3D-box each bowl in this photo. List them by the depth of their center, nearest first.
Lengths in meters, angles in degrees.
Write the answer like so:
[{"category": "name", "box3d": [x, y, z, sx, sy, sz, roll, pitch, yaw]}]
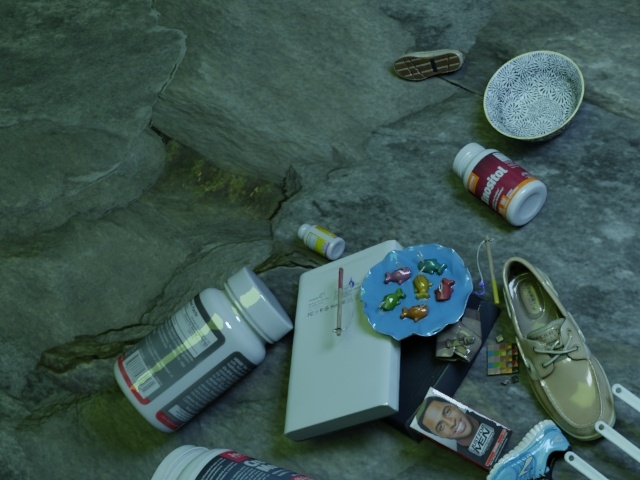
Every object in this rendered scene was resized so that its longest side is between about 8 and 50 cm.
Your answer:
[{"category": "bowl", "box3d": [0.367, -0.227, 1.924, 0.170, 0.080, 0.170, -11, 60, 20]}]

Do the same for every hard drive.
[{"category": "hard drive", "box3d": [0.156, 0.177, 1.837, 0.172, 0.054, 0.254, 27, 79, 33]}, {"category": "hard drive", "box3d": [0.040, 0.160, 1.852, 0.203, 0.040, 0.307, -22, 46, 32]}]

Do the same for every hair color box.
[{"category": "hair color box", "box3d": [0.212, 0.288, 1.730, 0.141, 0.043, 0.072, 27, 78, 10]}]

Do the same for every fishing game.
[{"category": "fishing game", "box3d": [0.145, 0.074, 1.786, 0.264, 0.041, 0.189, -9, 49, 16]}]

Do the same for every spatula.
[{"category": "spatula", "box3d": [0.469, 0.324, 1.587, 0.242, 0.019, 0.168, 36, 93, 28]}]

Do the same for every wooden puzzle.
[{"category": "wooden puzzle", "box3d": [0.288, 0.188, 1.797, 0.049, 0.006, 0.083, -7, 63, 23]}]

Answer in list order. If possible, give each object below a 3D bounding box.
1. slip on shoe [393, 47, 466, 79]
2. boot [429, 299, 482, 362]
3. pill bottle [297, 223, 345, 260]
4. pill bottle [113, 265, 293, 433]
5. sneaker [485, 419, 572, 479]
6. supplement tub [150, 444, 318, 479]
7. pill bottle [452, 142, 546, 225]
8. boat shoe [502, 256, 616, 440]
[{"category": "slip on shoe", "box3d": [0.201, -0.326, 2.080, 0.135, 0.051, 0.041, -7, 23, 31]}, {"category": "boot", "box3d": [0.195, 0.143, 1.777, 0.119, 0.042, 0.086, 9, 70, 28]}, {"category": "pill bottle", "box3d": [0.000, 0.000, 2.007, 0.083, 0.043, 0.043, 30, 80, 34]}, {"category": "pill bottle", "box3d": [-0.195, 0.183, 1.938, 0.283, 0.161, 0.161, -38, 55, 3]}, {"category": "sneaker", "box3d": [0.304, 0.341, 1.679, 0.162, 0.063, 0.073, -46, 58, -2]}, {"category": "supplement tub", "box3d": [-0.117, 0.431, 1.756, 0.272, 0.191, 0.191, 13, 71, 30]}, {"category": "pill bottle", "box3d": [0.293, -0.097, 1.891, 0.086, 0.086, 0.152, -47, 55, -2]}, {"category": "boat shoe", "box3d": [0.349, 0.160, 1.726, 0.109, 0.098, 0.302, -26, 58, 12]}]
